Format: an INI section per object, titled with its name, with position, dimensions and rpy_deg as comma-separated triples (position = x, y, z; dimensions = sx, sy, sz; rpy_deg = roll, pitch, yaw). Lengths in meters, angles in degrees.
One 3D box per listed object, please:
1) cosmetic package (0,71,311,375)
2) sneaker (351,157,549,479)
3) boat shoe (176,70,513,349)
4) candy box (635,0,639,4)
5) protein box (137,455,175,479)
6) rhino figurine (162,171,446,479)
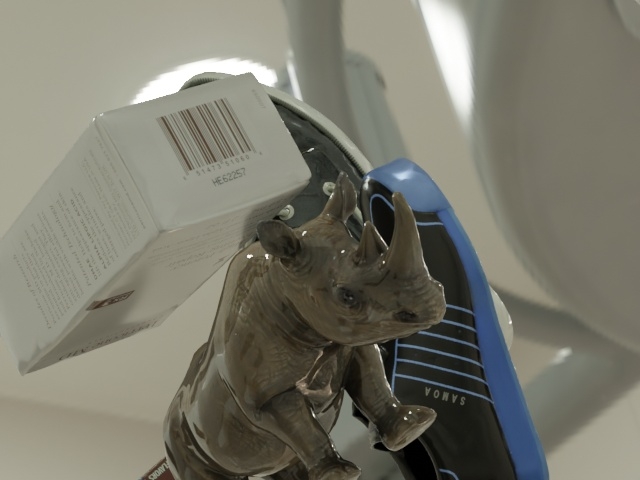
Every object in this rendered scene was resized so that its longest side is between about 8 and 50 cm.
[cosmetic package]
position = -0.116, -0.005, 0.974
dimensions = 0.117, 0.085, 0.231
rpy_deg = -20, -14, -36
[sneaker]
position = 0.056, 0.065, 0.943
dimensions = 0.090, 0.232, 0.081
rpy_deg = -17, -13, -19
[boat shoe]
position = 0.000, 0.000, 1.094
dimensions = 0.091, 0.302, 0.114
rpy_deg = -43, -13, -52
[candy box]
position = 0.358, -0.280, 1.324
dimensions = 0.233, 0.159, 0.071
rpy_deg = -44, -20, -7
[protein box]
position = -0.157, 0.374, 1.698
dimensions = 0.136, 0.201, 0.200
rpy_deg = -40, -12, -32
[rhino figurine]
position = -0.009, 0.056, 0.679
dimensions = 0.073, 0.106, 0.243
rpy_deg = -27, -23, -34
